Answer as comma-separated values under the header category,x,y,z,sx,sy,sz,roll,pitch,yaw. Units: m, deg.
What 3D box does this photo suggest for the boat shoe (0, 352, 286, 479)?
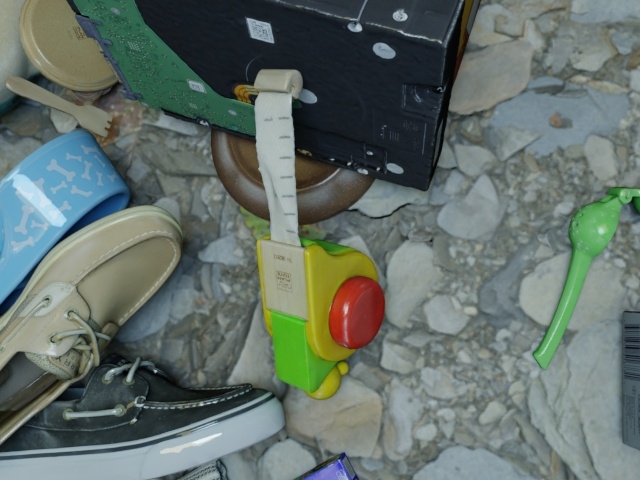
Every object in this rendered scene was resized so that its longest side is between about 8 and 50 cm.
category,x,y,z,sx,sy,sz,roll,pitch,yaw
boat shoe,-0.203,0.172,0.720,0.334,0.121,0.119,-12,85,10

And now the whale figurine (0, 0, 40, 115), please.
category,x,y,z,sx,sy,sz,roll,pitch,yaw
whale figurine,-0.381,-0.250,0.815,0.216,0.141,0.272,28,65,-7

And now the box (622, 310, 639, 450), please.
category,x,y,z,sx,sy,sz,roll,pitch,yaw
box,0.350,0.128,0.645,0.137,0.072,0.126,2,84,2

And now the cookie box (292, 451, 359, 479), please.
category,x,y,z,sx,sy,sz,roll,pitch,yaw
cookie box,-0.003,0.277,0.712,0.107,0.040,0.092,-30,79,5

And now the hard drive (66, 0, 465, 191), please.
category,x,y,z,sx,sy,sz,roll,pitch,yaw
hard drive,-0.051,-0.165,0.641,0.338,0.237,0.064,17,70,12

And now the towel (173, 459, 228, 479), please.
category,x,y,z,sx,sy,sz,roll,pitch,yaw
towel,-0.162,0.433,0.714,0.312,0.056,0.324,-30,80,5

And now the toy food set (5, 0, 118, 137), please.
category,x,y,z,sx,sy,sz,roll,pitch,yaw
toy food set,-0.262,-0.219,0.789,0.132,0.038,0.192,24,72,-29

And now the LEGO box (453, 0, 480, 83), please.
category,x,y,z,sx,sy,sz,roll,pitch,yaw
LEGO box,0.024,-0.445,0.705,0.372,0.193,0.501,17,82,12

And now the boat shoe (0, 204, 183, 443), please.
category,x,y,z,sx,sy,sz,roll,pitch,yaw
boat shoe,-0.242,0.091,0.675,0.302,0.109,0.098,-40,47,-6

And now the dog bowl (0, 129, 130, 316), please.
category,x,y,z,sx,sy,sz,roll,pitch,yaw
dog bowl,-0.313,0.021,0.745,0.074,0.166,0.297,43,91,0

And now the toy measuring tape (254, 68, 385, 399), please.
category,x,y,z,sx,sy,sz,roll,pitch,yaw
toy measuring tape,0.000,0.000,0.676,0.121,0.121,0.330,0,112,10

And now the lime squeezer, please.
category,x,y,z,sx,sy,sz,roll,pitch,yaw
lime squeezer,0.312,-0.008,0.686,0.310,0.059,0.110,-34,78,3

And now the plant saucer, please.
category,x,y,z,sx,sy,sz,roll,pitch,yaw
plant saucer,-0.027,-0.117,0.770,0.198,0.036,0.199,-1,82,10
